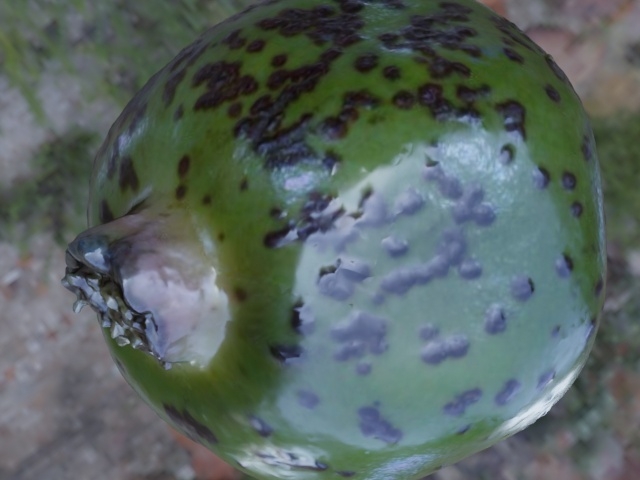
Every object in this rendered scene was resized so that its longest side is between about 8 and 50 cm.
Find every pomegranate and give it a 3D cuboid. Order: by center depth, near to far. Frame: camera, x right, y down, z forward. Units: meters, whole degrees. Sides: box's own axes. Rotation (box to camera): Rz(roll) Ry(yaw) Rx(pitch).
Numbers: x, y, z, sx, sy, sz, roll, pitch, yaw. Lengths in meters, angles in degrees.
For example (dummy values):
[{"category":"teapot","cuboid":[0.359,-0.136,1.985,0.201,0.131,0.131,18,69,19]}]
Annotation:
[{"category":"pomegranate","cuboid":[0.000,0.000,0.876,0.271,0.254,0.254,-15,142,-36]}]
